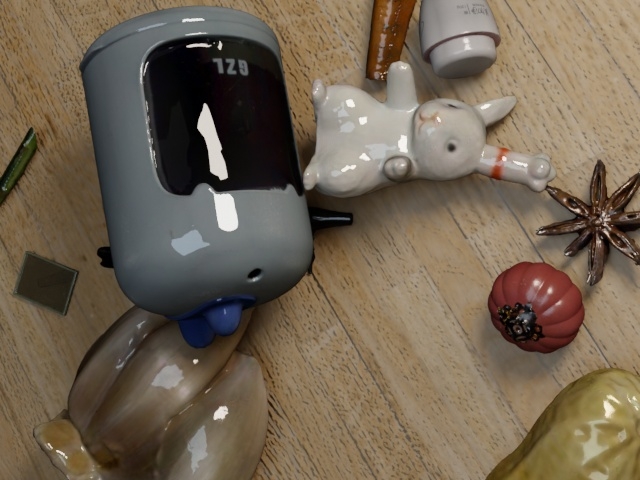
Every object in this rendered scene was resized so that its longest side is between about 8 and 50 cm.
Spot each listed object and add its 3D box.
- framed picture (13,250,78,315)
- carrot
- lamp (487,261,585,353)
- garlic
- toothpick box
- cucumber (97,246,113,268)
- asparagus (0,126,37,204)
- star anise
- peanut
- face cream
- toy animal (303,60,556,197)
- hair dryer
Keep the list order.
[{"bbox_3d":[-0.376,0.058,1.526,0.089,0.007,0.066,19,96,21],"label":"framed picture"},{"bbox_3d":[0.086,-0.268,1.322,0.055,0.055,0.161,17,103,21],"label":"carrot"},{"bbox_3d":[0.238,0.074,1.234,0.108,0.092,0.107,22,132,26],"label":"lamp"},{"bbox_3d":[-0.197,0.218,1.390,0.325,0.132,0.279,-38,78,21],"label":"garlic"},{"bbox_3d":[-0.141,-0.058,1.291,0.263,0.263,0.354,-17,74,21],"label":"toothpick box"},{"bbox_3d":[-0.237,0.023,1.456,0.135,0.034,0.033,-2,94,22],"label":"cucumber"},{"bbox_3d":[-0.454,-0.061,1.547,0.034,0.027,0.236,46,106,21],"label":"asparagus"},{"bbox_3d":[0.312,-0.022,1.230,0.141,0.042,0.141,-1,88,25],"label":"star anise"},{"bbox_3d":[0.259,0.273,1.199,0.147,0.147,0.305,42,106,17],"label":"peanut"},{"bbox_3d":[0.156,-0.239,1.270,0.091,0.091,0.095,-15,76,21],"label":"face cream"},{"bbox_3d":[0.114,-0.119,1.256,0.283,0.138,0.140,-4,72,24],"label":"toy animal"},{"bbox_3d":[0.000,0.000,1.371,0.079,0.031,0.083,3,105,13],"label":"hair dryer"}]
